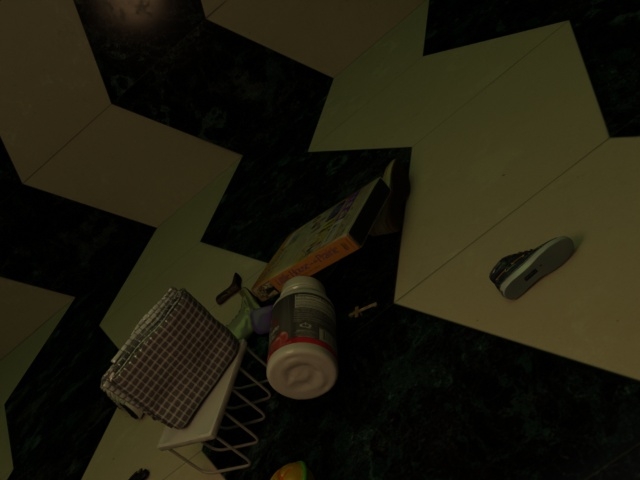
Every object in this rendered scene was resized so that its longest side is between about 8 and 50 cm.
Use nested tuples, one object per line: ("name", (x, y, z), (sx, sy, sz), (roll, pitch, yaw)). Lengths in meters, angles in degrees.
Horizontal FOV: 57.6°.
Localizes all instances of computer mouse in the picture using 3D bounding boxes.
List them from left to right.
("computer mouse", (-0.516, 0.715, 1.606), (0.106, 0.042, 0.193), (-39, 21, -4))

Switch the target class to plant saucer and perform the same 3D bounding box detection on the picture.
("plant saucer", (-0.019, 0.094, 1.825), (0.194, 0.037, 0.195), (-22, 28, 12))

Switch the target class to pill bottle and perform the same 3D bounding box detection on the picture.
("pill bottle", (-0.045, 0.237, 1.518), (0.176, 0.176, 0.319), (-33, 28, 19))

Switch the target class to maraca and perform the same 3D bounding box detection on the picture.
("maraca", (-0.070, 0.536, 1.208), (0.186, 0.099, 0.127), (-58, 14, 33))

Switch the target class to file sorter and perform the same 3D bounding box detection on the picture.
("file sorter", (-0.251, 0.435, 1.508), (0.192, 0.173, 0.278), (-24, 33, 31))

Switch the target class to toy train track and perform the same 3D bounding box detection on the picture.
("toy train track", (0.115, 0.188, 1.557), (0.083, 0.014, 0.048), (-27, 23, 18))

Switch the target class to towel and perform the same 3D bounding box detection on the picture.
("towel", (-0.355, 0.290, 1.415), (0.121, 0.235, 0.284), (7, 54, 47))

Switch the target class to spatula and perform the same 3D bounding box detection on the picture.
("spatula", (-0.081, 0.206, 1.752), (0.296, 0.030, 0.084), (-24, 67, 23))

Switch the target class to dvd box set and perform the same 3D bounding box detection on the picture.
("dvd box set", (0.000, 0.000, 1.727), (0.420, 0.062, 0.308), (-31, 17, 38))

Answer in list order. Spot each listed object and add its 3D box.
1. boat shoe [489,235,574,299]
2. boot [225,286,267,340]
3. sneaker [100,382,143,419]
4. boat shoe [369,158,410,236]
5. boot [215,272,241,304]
("boat shoe", (0.448, 0.043, 1.256), (0.183, 0.065, 0.083), (-40, 28, 8))
("boot", (-0.259, 0.253, 1.893), (0.165, 0.077, 0.213), (-44, 34, -3))
("sneaker", (-0.666, 0.528, 2.029), (0.292, 0.110, 0.118), (6, 46, 46))
("boat shoe", (0.206, -0.136, 1.811), (0.098, 0.109, 0.302), (-20, 40, 35))
("boot", (-0.346, 0.181, 2.172), (0.114, 0.037, 0.106), (-40, 24, 15))
